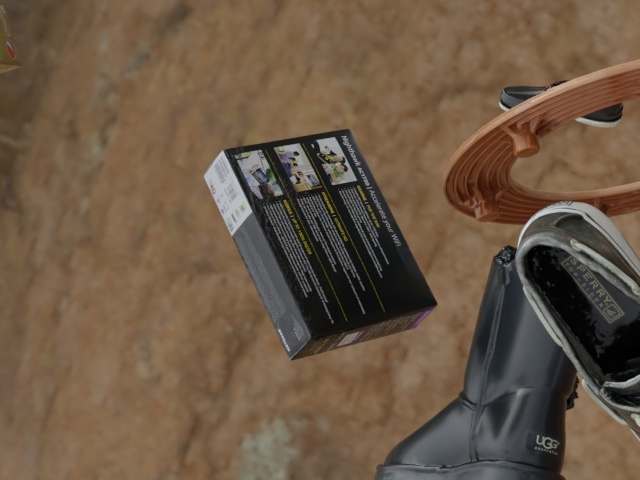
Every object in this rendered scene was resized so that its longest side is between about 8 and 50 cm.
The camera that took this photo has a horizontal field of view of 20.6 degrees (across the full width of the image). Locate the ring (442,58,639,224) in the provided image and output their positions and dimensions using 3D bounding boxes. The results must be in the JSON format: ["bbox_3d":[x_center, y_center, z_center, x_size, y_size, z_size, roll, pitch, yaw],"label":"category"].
[{"bbox_3d":[0.268,-0.073,1.473,0.336,0.337,0.032,-32,62,45],"label":"ring"}]

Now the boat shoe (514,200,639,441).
[{"bbox_3d":[0.184,0.076,0.976,0.078,0.219,0.070,-42,2,23],"label":"boat shoe"}]

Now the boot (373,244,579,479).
[{"bbox_3d":[0.143,0.115,1.444,0.246,0.094,0.207,-21,51,65],"label":"boot"}]

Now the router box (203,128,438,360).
[{"bbox_3d":[0.000,0.000,1.446,0.046,0.133,0.179,-49,60,49],"label":"router box"}]

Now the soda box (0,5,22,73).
[{"bbox_3d":[-0.357,-0.152,1.524,0.181,0.061,0.058,-17,91,12],"label":"soda box"}]

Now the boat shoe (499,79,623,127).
[{"bbox_3d":[0.254,-0.151,1.858,0.133,0.042,0.049,8,40,18],"label":"boat shoe"}]
